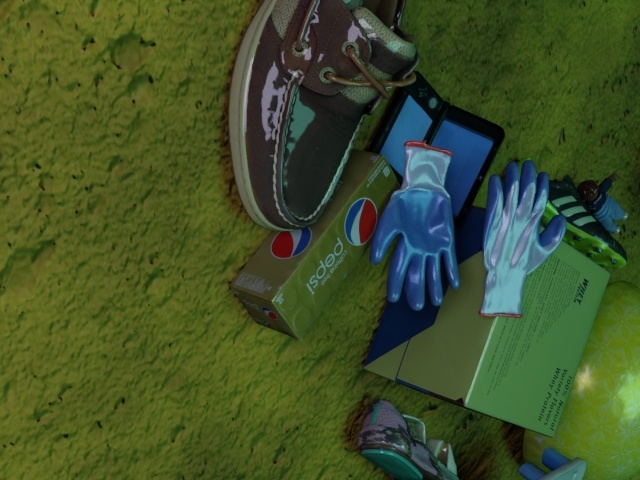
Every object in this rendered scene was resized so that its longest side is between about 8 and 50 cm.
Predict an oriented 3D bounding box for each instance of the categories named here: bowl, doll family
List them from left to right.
[{"bbox_3d":[0.315,0.004,1.345,0.111,0.076,0.193,33,73,-44],"label":"doll family"},{"bbox_3d":[0.407,0.211,1.412,0.289,0.156,0.289,-33,136,-39],"label":"bowl"}]

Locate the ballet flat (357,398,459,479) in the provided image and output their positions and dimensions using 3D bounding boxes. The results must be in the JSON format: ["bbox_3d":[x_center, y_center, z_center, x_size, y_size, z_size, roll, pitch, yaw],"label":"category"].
[{"bbox_3d":[0.107,0.242,1.200,0.221,0.077,0.079,52,45,-43],"label":"ballet flat"}]

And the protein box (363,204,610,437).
[{"bbox_3d":[0.184,0.085,1.173,0.201,0.136,0.199,26,83,-49],"label":"protein box"}]

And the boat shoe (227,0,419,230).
[{"bbox_3d":[0.020,-0.167,0.913,0.123,0.123,0.341,13,93,-49],"label":"boat shoe"}]

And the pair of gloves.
[{"bbox_3d":[0.144,-0.007,1.029,0.198,0.023,0.159,9,89,-19],"label":"pair of gloves"}]

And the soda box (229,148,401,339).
[{"bbox_3d":[0.000,0.000,0.999,0.181,0.058,0.061,-52,135,-22],"label":"soda box"}]

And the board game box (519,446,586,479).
[{"bbox_3d":[0.133,0.454,1.253,0.390,0.050,0.389,-13,125,-45],"label":"board game box"}]

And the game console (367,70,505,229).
[{"bbox_3d":[0.113,-0.091,1.083,0.107,0.071,0.122,40,73,-47],"label":"game console"}]

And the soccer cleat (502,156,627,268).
[{"bbox_3d":[0.291,-0.031,1.261,0.179,0.060,0.072,34,66,-12],"label":"soccer cleat"}]
